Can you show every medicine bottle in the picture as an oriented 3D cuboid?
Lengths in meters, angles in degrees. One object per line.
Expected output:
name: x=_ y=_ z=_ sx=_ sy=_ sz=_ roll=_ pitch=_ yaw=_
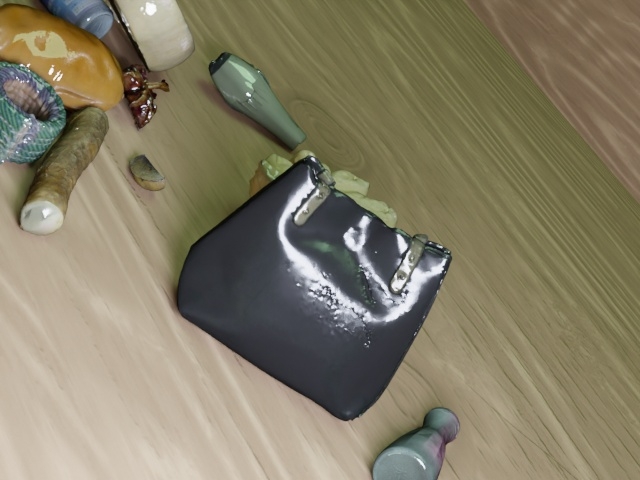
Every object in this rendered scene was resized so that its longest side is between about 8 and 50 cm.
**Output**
medicine bottle: x=-0.444 y=-0.432 z=1.951 sx=0.203 sy=0.083 sz=0.083 roll=49 pitch=29 yaw=15

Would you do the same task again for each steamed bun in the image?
steamed bun: x=0.000 y=0.000 z=1.813 sx=0.295 sy=0.137 sz=0.292 roll=29 pitch=33 yaw=-14

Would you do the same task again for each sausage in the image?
sausage: x=-0.404 y=-0.270 z=1.725 sx=0.241 sy=0.120 sz=0.136 roll=18 pitch=49 yaw=-37

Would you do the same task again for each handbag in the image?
handbag: x=0.000 y=0.055 z=1.570 sx=0.342 sy=0.288 sz=0.152 roll=35 pitch=23 yaw=-12

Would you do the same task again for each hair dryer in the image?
hair dryer: x=-0.105 y=-0.261 z=2.164 sx=0.219 sy=0.088 sz=0.225 roll=51 pitch=13 yaw=5

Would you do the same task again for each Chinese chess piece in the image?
Chinese chess piece: x=-0.310 y=-0.410 z=1.951 sx=0.250 sy=0.103 sz=0.250 roll=61 pitch=-7 yaw=12

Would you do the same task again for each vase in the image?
vase: x=0.147 y=0.300 z=1.625 sx=0.086 sy=0.086 sz=0.214 roll=44 pitch=23 yaw=8

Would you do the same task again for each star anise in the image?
star anise: x=-0.291 y=-0.252 z=1.892 sx=0.097 sy=0.070 sz=0.191 roll=59 pitch=8 yaw=-15

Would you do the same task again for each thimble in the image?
thimble: x=-0.427 y=-0.176 z=1.587 sx=0.118 sy=0.090 sz=0.135 roll=-3 pitch=50 yaw=-53

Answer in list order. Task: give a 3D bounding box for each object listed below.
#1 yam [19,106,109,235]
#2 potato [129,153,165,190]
yam: x=-0.360 y=-0.103 z=1.598 sx=0.066 sy=0.066 sz=0.300 roll=33 pitch=30 yaw=-15
potato: x=-0.268 y=-0.095 z=1.738 sx=0.037 sy=0.036 sz=0.093 roll=-20 pitch=36 yaw=-19
